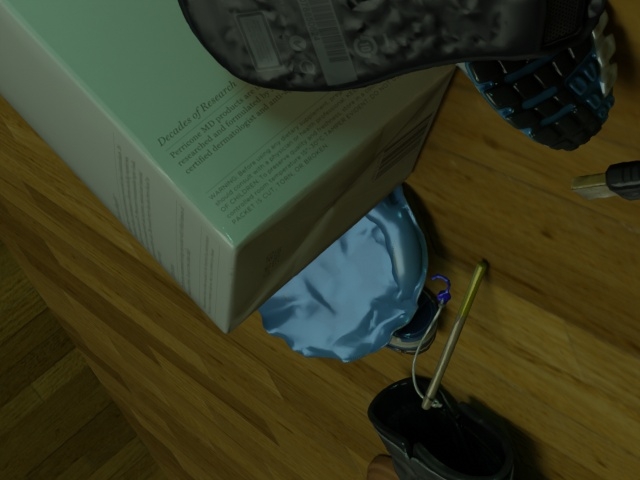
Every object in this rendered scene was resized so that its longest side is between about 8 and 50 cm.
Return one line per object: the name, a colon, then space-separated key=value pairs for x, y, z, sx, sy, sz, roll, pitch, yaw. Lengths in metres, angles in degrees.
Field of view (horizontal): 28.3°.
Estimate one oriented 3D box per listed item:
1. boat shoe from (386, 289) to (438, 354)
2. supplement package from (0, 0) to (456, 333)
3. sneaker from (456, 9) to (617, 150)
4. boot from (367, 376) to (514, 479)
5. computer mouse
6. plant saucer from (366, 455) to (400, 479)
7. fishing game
boat shoe: x=0.015 y=0.034 z=1.024 sx=0.183 sy=0.066 sz=0.066 roll=41 pitch=161 yaw=23
supplement package: x=-0.090 y=-0.122 z=0.786 sx=0.293 sy=0.175 sz=0.177 roll=46 pitch=163 yaw=10
sneaker: x=0.071 y=-0.124 z=0.613 sx=0.190 sy=0.071 sz=0.083 roll=54 pitch=174 yaw=-1
boot: x=0.169 y=0.262 z=1.060 sx=0.338 sy=0.118 sz=0.222 roll=24 pitch=144 yaw=44
computer mouse: x=0.077 y=-0.093 z=0.539 sx=0.262 sy=0.060 sz=0.184 roll=-8 pitch=126 yaw=29
plant saucer: x=0.118 y=0.324 z=1.403 sx=0.200 sy=0.037 sz=0.200 roll=42 pitch=161 yaw=19
fishing game: x=0.000 y=0.000 z=0.946 sx=0.264 sy=0.041 sz=0.189 roll=26 pitch=123 yaw=22
